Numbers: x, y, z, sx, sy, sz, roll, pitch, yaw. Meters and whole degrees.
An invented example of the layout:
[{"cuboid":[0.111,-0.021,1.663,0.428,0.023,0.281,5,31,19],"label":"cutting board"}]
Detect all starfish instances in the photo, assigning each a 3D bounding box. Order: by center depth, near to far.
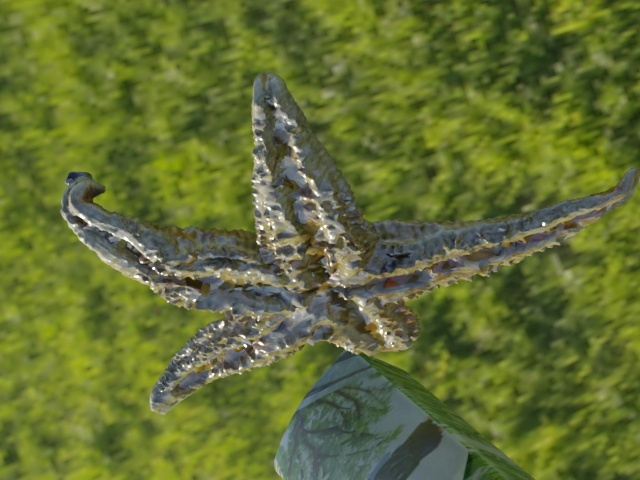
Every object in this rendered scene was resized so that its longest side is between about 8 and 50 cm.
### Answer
[{"cuboid":[0.000,0.004,0.933,0.295,0.231,0.048,-20,52,26],"label":"starfish"}]

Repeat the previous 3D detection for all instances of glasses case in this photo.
[{"cuboid":[0.056,0.145,1.082,0.095,0.062,0.272,-62,25,3],"label":"glasses case"}]
